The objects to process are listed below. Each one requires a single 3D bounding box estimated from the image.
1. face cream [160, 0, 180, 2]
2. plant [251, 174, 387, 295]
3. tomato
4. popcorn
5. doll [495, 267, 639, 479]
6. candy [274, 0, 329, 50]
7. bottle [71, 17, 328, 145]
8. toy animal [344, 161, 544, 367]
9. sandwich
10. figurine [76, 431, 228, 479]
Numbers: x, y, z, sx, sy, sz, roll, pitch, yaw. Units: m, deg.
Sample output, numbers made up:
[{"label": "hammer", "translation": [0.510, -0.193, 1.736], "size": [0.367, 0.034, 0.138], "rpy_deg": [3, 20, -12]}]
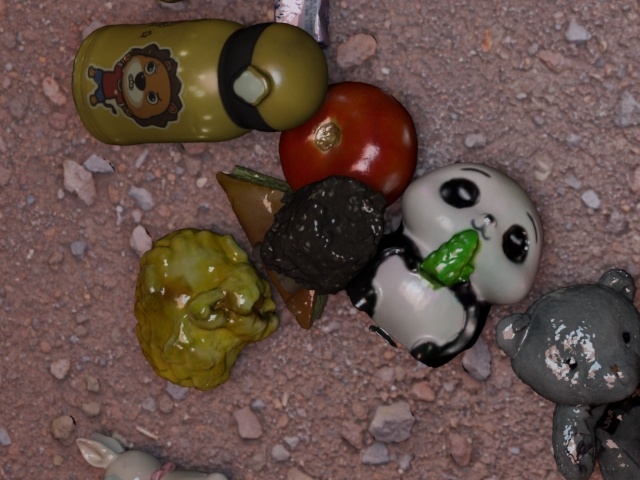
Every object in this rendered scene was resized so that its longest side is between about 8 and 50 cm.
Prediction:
[{"label": "face cream", "translation": [-0.100, -0.402, 1.726], "size": [0.349, 0.105, 0.105], "rpy_deg": [-9, 94, 45]}, {"label": "plant", "translation": [0.000, 0.000, 1.682], "size": [0.142, 0.131, 0.203], "rpy_deg": [29, 148, -19]}, {"label": "tomato", "translation": [0.041, -0.122, 1.778], "size": [0.195, 0.136, 0.195], "rpy_deg": [-7, 75, 29]}, {"label": "popcorn", "translation": [-0.160, 0.098, 1.854], "size": [0.203, 0.200, 0.226], "rpy_deg": [-3, 62, -12]}, {"label": "doll", "translation": [0.392, 0.202, 1.705], "size": [0.246, 0.158, 0.340], "rpy_deg": [-32, 92, -15]}, {"label": "candy", "translation": [-0.025, -0.341, 1.800], "size": [0.073, 0.092, 0.160], "rpy_deg": [2, 93, 10]}, {"label": "bottle", "translation": [-0.152, -0.216, 1.751], "size": [0.351, 0.171, 0.171], "rpy_deg": [0, 97, 34]}, {"label": "toy animal", "translation": [0.170, 0.026, 1.729], "size": [0.212, 0.212, 0.266], "rpy_deg": [41, 104, 7]}, {"label": "sandwich", "translation": [-0.043, -0.007, 1.841], "size": [0.096, 0.094, 0.258], "rpy_deg": [-30, 87, 17]}, {"label": "figurine", "translation": [-0.259, 0.380, 1.929], "size": [0.236, 0.127, 0.155], "rpy_deg": [18, 110, 17]}]
